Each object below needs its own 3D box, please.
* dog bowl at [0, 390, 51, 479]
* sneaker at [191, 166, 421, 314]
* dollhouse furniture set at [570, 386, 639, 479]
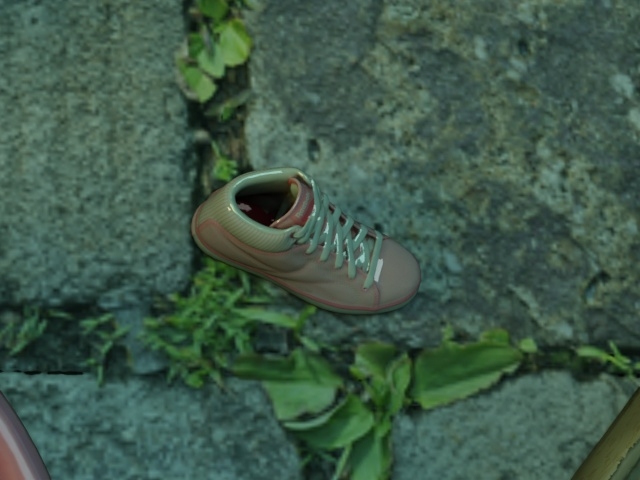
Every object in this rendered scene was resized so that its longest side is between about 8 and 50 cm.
[{"bbox_3d":[-0.277,0.170,0.673,0.408,0.150,0.408,12,64,-26],"label":"dog bowl"},{"bbox_3d":[0.000,0.000,0.909,0.134,0.070,0.051,18,65,-11],"label":"sneaker"},{"bbox_3d":[0.286,0.162,0.760,0.256,0.394,0.362,42,65,0],"label":"dollhouse furniture set"}]
